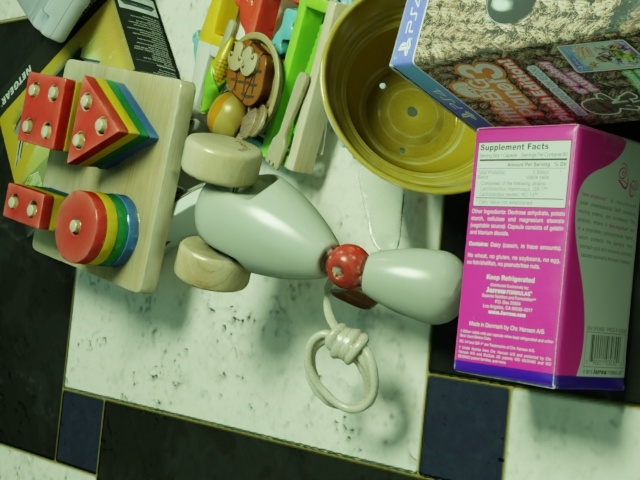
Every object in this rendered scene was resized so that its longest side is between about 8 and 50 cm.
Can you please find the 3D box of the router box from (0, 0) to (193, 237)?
[{"bbox_3d":[-0.321,-0.180,1.576,0.309,0.081,0.243,-40,58,34],"label":"router box"}]

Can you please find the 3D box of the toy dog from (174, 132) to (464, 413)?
[{"bbox_3d":[0.000,0.000,1.194,0.334,0.161,0.220,39,118,14],"label":"toy dog"}]

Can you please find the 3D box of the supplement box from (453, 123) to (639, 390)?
[{"bbox_3d":[0.202,0.014,1.006,0.114,0.111,0.220,5,87,46],"label":"supplement box"}]

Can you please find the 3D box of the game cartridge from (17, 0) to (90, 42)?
[{"bbox_3d":[-0.341,-0.388,1.567,0.196,0.060,0.294,-59,28,9],"label":"game cartridge"}]

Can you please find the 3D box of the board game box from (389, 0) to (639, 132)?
[{"bbox_3d":[0.233,-0.230,0.949,0.291,0.141,0.232,-2,67,45],"label":"board game box"}]

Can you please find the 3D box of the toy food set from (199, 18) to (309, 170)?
[{"bbox_3d":[-0.090,-0.173,1.303,0.192,0.038,0.132,41,118,46],"label":"toy food set"}]

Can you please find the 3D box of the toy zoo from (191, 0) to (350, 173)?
[{"bbox_3d":[-0.077,-0.212,1.350,0.293,0.030,0.192,32,111,49],"label":"toy zoo"}]

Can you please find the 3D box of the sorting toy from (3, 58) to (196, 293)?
[{"bbox_3d":[-0.287,-0.089,1.410,0.255,0.089,0.257,17,97,44],"label":"sorting toy"}]

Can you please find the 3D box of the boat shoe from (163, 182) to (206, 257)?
[{"bbox_3d":[-0.195,-0.032,1.433,0.219,0.078,0.070,-29,66,41],"label":"boat shoe"}]

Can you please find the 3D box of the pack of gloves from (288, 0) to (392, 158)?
[{"bbox_3d":[0.042,-0.203,1.256,0.195,0.046,0.232,17,98,60],"label":"pack of gloves"}]

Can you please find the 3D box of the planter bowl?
[{"bbox_3d":[0.098,-0.138,1.113,0.090,0.217,0.217,128,139,-73],"label":"planter bowl"}]
